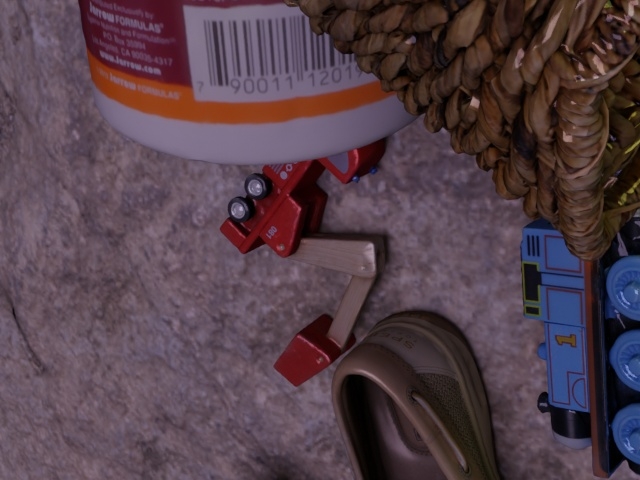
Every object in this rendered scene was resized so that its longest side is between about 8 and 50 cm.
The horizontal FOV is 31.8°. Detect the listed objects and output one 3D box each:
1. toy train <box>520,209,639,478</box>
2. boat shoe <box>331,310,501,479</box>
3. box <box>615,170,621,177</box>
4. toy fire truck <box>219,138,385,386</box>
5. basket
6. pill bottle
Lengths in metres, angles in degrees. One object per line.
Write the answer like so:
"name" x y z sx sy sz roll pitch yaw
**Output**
"toy train" 0.187 0.063 0.723 0.105 0.080 0.184 7 111 37
"boat shoe" 0.087 0.226 0.809 0.121 0.110 0.341 -18 96 33
"box" 0.215 -0.095 0.679 0.225 0.036 0.137 -3 104 31
"toy fire truck" 0.000 0.000 0.823 0.135 0.047 0.192 44 121 10
"basket" 0.163 -0.160 0.482 0.223 0.213 0.299 40 83 -11
"pill bottle" -0.041 -0.261 0.616 0.224 0.224 0.392 13 124 25
